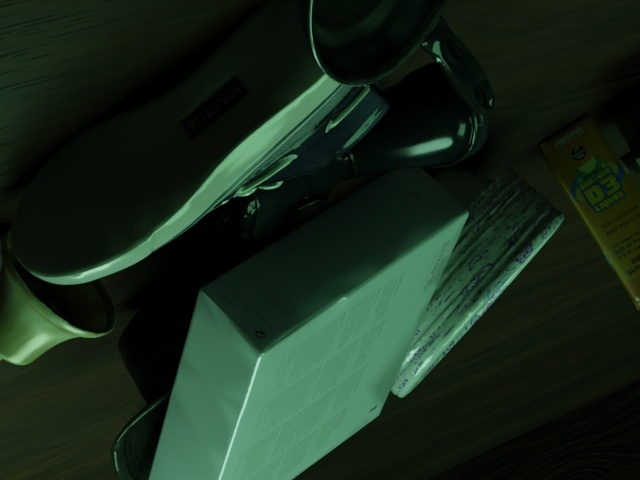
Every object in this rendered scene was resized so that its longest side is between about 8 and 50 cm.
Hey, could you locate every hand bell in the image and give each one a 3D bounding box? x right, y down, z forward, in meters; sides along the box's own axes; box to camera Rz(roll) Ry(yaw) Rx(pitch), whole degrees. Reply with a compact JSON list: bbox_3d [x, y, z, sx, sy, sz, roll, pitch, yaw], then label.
[{"bbox_3d":[-0.309,0.112,1.591,0.242,0.126,0.126,-43,160,17],"label":"hand bell"}]

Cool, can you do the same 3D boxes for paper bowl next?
[{"bbox_3d":[0.135,0.031,2.047,0.284,0.148,0.284,-46,174,-6],"label":"paper bowl"}]

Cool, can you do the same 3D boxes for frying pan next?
[{"bbox_3d":[0.081,-0.210,1.405,0.326,0.053,0.197,3,112,-59],"label":"frying pan"}]

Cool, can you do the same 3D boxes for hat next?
[{"bbox_3d":[-0.123,0.111,1.919,0.331,0.134,0.331,-39,161,-16],"label":"hat"}]

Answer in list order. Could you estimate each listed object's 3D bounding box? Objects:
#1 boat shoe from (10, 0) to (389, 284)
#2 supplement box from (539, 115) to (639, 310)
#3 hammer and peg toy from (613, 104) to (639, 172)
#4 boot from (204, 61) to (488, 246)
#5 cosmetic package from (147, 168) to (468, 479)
[{"bbox_3d":[-0.089,-0.064,1.504,0.340,0.127,0.158,-34,155,9],"label":"boat shoe"},{"bbox_3d":[0.356,-0.034,2.170,0.078,0.233,0.080,-32,160,6],"label":"supplement box"},{"bbox_3d":[0.535,-0.183,2.133,0.361,0.127,0.266,-31,-178,1],"label":"hammer and peg toy"},{"bbox_3d":[0.014,-0.073,1.626,0.207,0.094,0.246,-27,-173,-28],"label":"boot"},{"bbox_3d":[-0.021,0.120,1.803,0.284,0.097,0.377,-30,155,-33],"label":"cosmetic package"}]
